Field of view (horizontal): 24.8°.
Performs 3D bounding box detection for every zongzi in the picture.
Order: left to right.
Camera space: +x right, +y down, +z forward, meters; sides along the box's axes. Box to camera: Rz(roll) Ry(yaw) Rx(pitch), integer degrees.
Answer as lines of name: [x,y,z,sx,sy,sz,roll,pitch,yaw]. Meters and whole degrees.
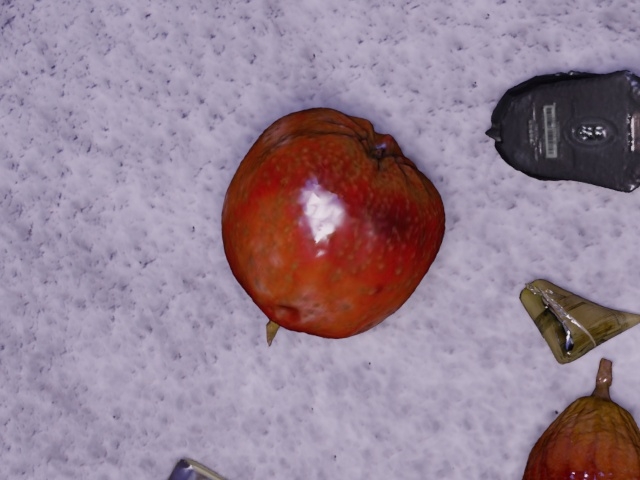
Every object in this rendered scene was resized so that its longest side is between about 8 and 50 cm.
zongzi: [0.216,0.053,1.209,0.083,0.040,0.076,-29,76,-4]

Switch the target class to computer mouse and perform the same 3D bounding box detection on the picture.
computer mouse: [0.222,-0.093,1.200,0.172,0.057,0.099,3,104,31]

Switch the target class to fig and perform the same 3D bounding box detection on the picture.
fig: [0.213,0.172,1.163,0.119,0.119,0.152,-5,85,10]

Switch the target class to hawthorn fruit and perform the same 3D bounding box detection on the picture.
hawthorn fruit: [0.000,0.000,1.189,0.179,0.179,0.200,33,114,10]

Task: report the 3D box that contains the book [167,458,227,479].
book: [-0.056,0.309,1.253,0.231,0.026,0.157,28,95,11]
